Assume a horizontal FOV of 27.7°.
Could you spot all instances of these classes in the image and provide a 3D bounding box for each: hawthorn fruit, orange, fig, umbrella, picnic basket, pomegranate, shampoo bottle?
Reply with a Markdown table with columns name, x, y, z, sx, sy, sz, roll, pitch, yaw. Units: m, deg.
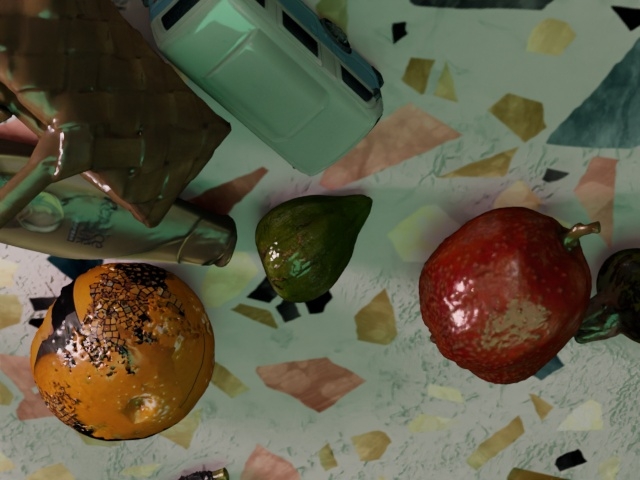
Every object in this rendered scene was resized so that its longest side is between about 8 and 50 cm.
| name | x | y | z | sx | sy | sz | roll | pitch | yaw |
| --- | --- | --- | --- | --- | --- | --- | --- | --- | --- |
| hawthorn fruit | 0.244 | 0.053 | 1.590 | 0.253 | 0.205 | 0.205 | -39 | 121 | 18 |
| orange | -0.240 | 0.142 | 1.602 | 0.234 | 0.182 | 0.234 | -12 | 127 | -16 |
| fig | 0.000 | 0.000 | 1.568 | 0.156 | 0.123 | 0.123 | -24 | 126 | -5 |
| umbrella | -0.196 | 0.354 | 1.838 | 0.143 | 0.040 | 0.037 | -22 | 133 | 12 |
| picnic basket | -0.308 | -0.105 | 1.310 | 0.337 | 0.293 | 0.337 | -9 | 109 | -27 |
| pomegranate | 0.397 | 0.072 | 1.654 | 0.163 | 0.138 | 0.126 | -3 | 114 | -20 |
| shampoo bottle | -0.271 | -0.034 | 1.523 | 0.350 | 0.084 | 0.126 | 14 | 120 | -18 |

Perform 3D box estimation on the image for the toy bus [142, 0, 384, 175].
| name | x | y | z | sx | sy | sz | roll | pitch | yaw |
| --- | --- | --- | --- | --- | --- | --- | --- | --- | --- |
| toy bus | -0.052 | -0.187 | 1.392 | 0.133 | 0.165 | 0.271 | -40 | 121 | 19 |
